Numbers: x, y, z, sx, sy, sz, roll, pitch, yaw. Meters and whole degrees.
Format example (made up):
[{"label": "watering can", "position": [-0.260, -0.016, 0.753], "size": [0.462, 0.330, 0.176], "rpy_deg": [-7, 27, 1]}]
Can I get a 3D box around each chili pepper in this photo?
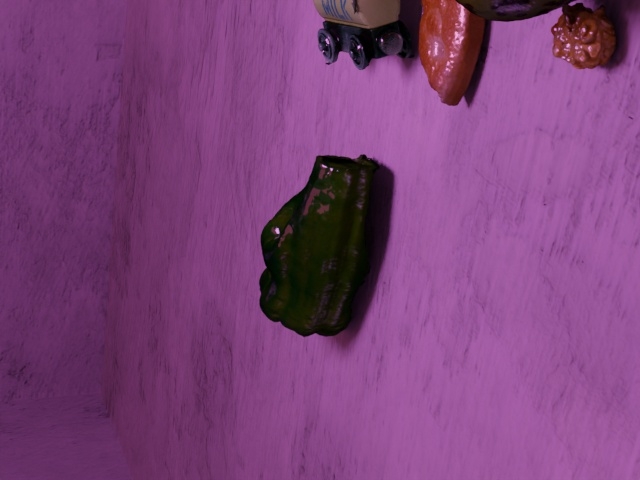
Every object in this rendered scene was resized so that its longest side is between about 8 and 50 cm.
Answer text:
[{"label": "chili pepper", "position": [-0.011, -0.003, 2.146], "size": [0.213, 0.167, 0.385], "rpy_deg": [-118, 34, -44]}]

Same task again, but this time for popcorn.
[{"label": "popcorn", "position": [0.303, -0.235, 1.473], "size": [0.083, 0.057, 0.082], "rpy_deg": [112, 147, -41]}]

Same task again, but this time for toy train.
[{"label": "toy train", "position": [0.056, -0.352, 1.981], "size": [0.253, 0.105, 0.157], "rpy_deg": [-144, 38, -67]}]

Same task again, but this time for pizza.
[{"label": "pizza", "position": [0.182, -0.322, 1.773], "size": [0.134, 0.056, 0.271], "rpy_deg": [-179, 86, -66]}]

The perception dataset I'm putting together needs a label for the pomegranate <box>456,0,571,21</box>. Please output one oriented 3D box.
[{"label": "pomegranate", "position": [0.235, -0.363, 1.405], "size": [0.270, 0.254, 0.254], "rpy_deg": [-8, 84, 36]}]
